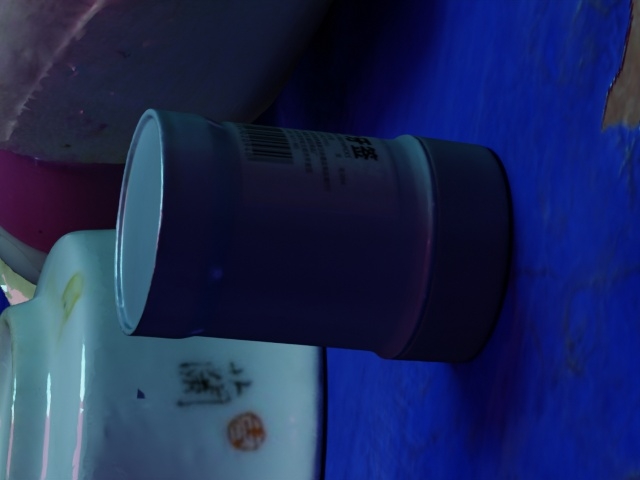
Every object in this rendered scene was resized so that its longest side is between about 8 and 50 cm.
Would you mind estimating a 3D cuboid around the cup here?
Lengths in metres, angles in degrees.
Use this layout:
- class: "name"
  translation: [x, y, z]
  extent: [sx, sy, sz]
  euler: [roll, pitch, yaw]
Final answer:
- class: "cup"
  translation: [-0.123, 0.131, 1.204]
  extent: [0.347, 0.163, 0.347]
  euler: [-174, 90, -75]

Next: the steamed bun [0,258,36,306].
- class: "steamed bun"
  translation: [-0.252, -0.013, 1.799]
  extent: [0.231, 0.110, 0.212]
  euler: [115, 155, -55]

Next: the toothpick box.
- class: "toothpick box"
  translation: [-0.006, -0.002, 0.855]
  extent: [0.101, 0.153, 0.101]
  euler: [-173, 90, -74]

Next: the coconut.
- class: "coconut"
  translation: [-0.125, -0.194, 1.096]
  extent: [0.309, 0.297, 0.297]
  euler: [135, 139, -57]

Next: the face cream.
- class: "face cream"
  translation: [-0.152, -0.075, 1.314]
  extent: [0.195, 0.175, 0.175]
  euler: [100, 169, -61]
